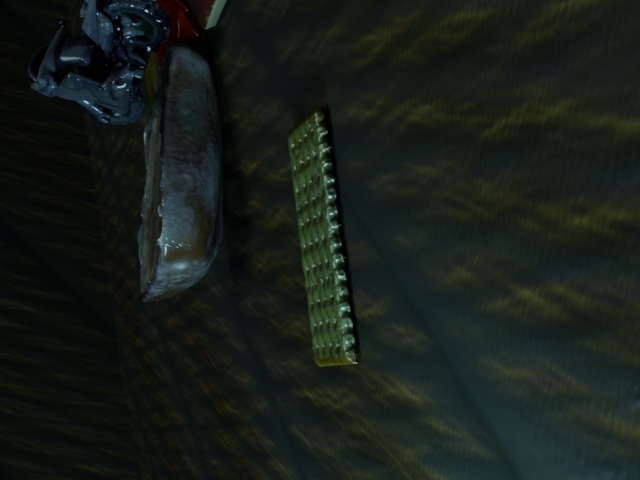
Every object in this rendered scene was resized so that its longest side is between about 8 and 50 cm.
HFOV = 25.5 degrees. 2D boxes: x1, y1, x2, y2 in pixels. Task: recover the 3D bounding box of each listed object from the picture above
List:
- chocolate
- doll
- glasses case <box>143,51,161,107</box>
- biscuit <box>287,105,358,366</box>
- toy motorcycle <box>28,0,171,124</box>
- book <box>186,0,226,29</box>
[{"bbox_3d":[-0.167,-0.082,1.721,0.185,0.100,0.303,116,154,-64],"label":"chocolate"},{"bbox_3d":[-0.199,-0.287,1.840,0.109,0.057,0.169,-55,52,41],"label":"doll"},{"bbox_3d":[-0.214,-0.257,1.917,0.079,0.064,0.234,102,157,-64],"label":"glasses case"},{"bbox_3d":[0.000,0.000,1.295,0.139,0.016,0.231,155,109,-76],"label":"biscuit"},{"bbox_3d":[-0.275,-0.230,1.735,0.270,0.159,0.106,120,166,-60],"label":"toy motorcycle"},{"bbox_3d":[-0.186,-0.446,1.588,0.374,0.028,0.262,63,162,6],"label":"book"}]
